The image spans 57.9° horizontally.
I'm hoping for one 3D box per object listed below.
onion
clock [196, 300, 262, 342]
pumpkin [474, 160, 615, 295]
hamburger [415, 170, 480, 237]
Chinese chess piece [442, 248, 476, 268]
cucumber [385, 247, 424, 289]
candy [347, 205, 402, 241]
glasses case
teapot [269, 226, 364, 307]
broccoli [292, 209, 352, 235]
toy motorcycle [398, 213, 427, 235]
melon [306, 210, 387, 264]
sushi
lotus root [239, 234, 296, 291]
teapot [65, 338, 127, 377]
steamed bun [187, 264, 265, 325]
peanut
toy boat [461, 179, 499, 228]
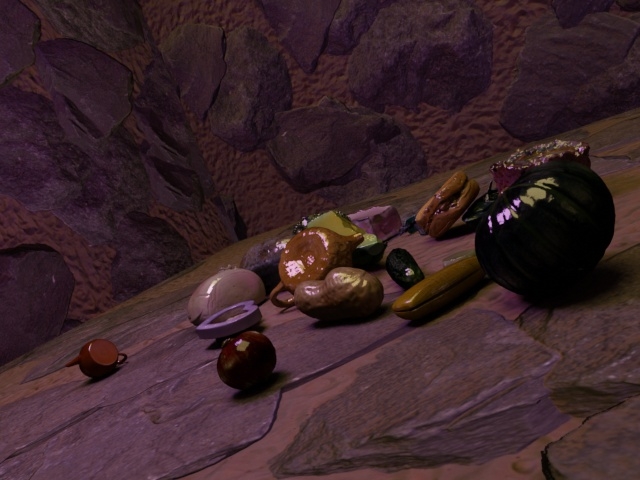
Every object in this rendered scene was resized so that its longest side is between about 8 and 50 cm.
[{"bbox_3d":[-0.139,0.223,1.091,0.119,0.118,0.117,-14,33,46],"label":"onion"},{"bbox_3d":[-0.239,0.225,1.531,0.172,0.064,0.198,-23,8,-12],"label":"clock"},{"bbox_3d":[0.384,-0.014,0.986,0.250,0.216,0.250,-52,10,14],"label":"pumpkin"},{"bbox_3d":[0.373,-0.104,1.716,0.213,0.108,0.214,-49,-9,-10],"label":"hamburger"},{"bbox_3d":[0.323,0.048,1.331,0.084,0.034,0.084,-22,5,2],"label":"Chinese chess piece"},{"bbox_3d":[0.199,0.072,1.364,0.074,0.074,0.241,-21,9,4],"label":"cucumber"},{"bbox_3d":[0.155,-0.044,2.120,0.155,0.115,0.265,-27,9,-37],"label":"candy"},{"bbox_3d":[0.242,0.090,1.136,0.234,0.064,0.079,-26,5,-30],"label":"glasses case"},{"bbox_3d":[-0.005,0.083,1.578,0.311,0.167,0.203,-44,48,12],"label":"teapot"},{"bbox_3d":[-0.002,0.000,1.980,0.226,0.198,0.176,-43,27,-20],"label":"broccoli"},{"bbox_3d":[0.331,-0.055,1.939,0.100,0.058,0.173,-31,12,-20],"label":"toy motorcycle"},{"bbox_3d":[0.090,0.009,1.740,0.196,0.124,0.323,20,8,-22],"label":"melon"},{"bbox_3d":[0.606,-0.167,1.542,0.237,0.170,0.270,-23,10,-10],"label":"sushi"},{"bbox_3d":[-0.134,0.068,1.894,0.350,0.175,0.175,-23,6,34],"label":"lotus root"},{"bbox_3d":[-0.650,0.352,1.691,0.116,0.116,0.173,-15,-16,42],"label":"teapot"},{"bbox_3d":[-0.304,0.165,1.797,0.239,0.152,0.170,-24,7,-38],"label":"steamed bun"},{"bbox_3d":[0.035,0.121,1.295,0.236,0.120,0.110,-8,53,39],"label":"peanut"},{"bbox_3d":[0.491,-0.104,1.677,0.246,0.103,0.093,-31,19,-33],"label":"toy boat"}]
